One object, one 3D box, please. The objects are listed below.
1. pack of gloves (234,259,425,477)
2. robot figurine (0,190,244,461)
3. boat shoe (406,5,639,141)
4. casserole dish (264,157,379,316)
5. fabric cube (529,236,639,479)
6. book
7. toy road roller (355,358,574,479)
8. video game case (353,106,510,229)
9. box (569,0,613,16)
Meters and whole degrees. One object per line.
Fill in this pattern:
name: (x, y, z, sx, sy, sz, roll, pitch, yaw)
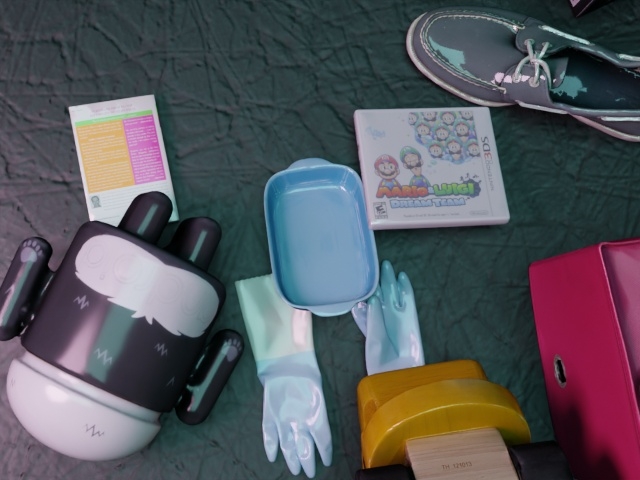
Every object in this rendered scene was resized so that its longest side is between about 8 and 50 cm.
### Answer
pack of gloves: (0.022, 0.138, 1.206, 0.195, 0.046, 0.232, -10, 84, -5)
robot figurine: (-0.205, 0.088, 1.136, 0.209, 0.173, 0.278, 23, 82, 23)
boat shoe: (0.255, -0.197, 1.229, 0.319, 0.099, 0.116, 18, 83, -1)
casserole dish: (0.000, 0.000, 1.203, 0.114, 0.037, 0.188, -7, 65, -4)
fabric cube: (0.384, 0.115, 1.124, 0.259, 0.258, 0.254, -9, 86, -4)
book: (-0.216, -0.083, 1.222, 0.096, 0.035, 0.144, -11, 85, -8)
toy road roller: (0.131, 0.274, 1.135, 0.202, 0.240, 0.329, -8, 127, -5)
video game case: (0.122, -0.082, 1.222, 0.157, 0.019, 0.143, -3, 67, -10)
box: (0.369, -0.352, 1.171, 0.184, 0.261, 0.103, -22, 85, -6)
